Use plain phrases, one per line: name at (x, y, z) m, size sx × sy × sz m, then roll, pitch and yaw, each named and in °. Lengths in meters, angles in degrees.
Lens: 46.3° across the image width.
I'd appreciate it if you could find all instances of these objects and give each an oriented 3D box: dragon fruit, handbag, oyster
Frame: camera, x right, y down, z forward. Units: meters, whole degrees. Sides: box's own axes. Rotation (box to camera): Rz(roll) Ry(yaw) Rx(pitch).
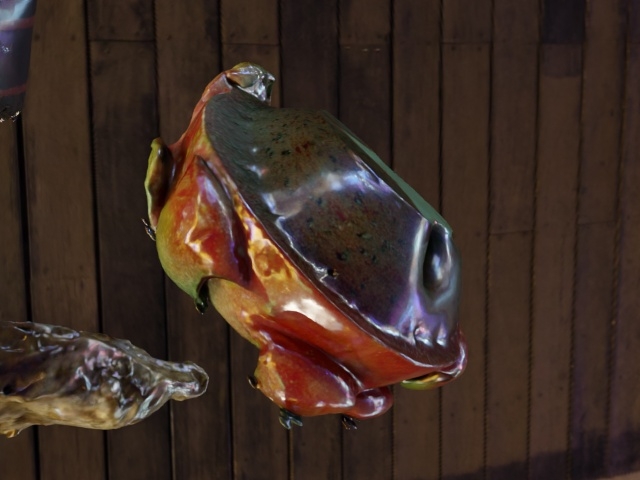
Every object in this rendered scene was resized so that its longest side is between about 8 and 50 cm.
dragon fruit at (0.000, 0.000, 0.514) m, size 0.268 × 0.295 × 0.130 m, roll 44°, pitch 101°, yaw 8°
handbag at (-0.420, -0.229, 0.832) m, size 0.155 × 0.169 × 0.215 m, roll 25°, pitch 115°, yaw 14°
oyster at (-0.302, 0.121, 0.593) m, size 0.396 × 0.204 × 0.111 m, roll -9°, pitch 72°, yaw 1°
